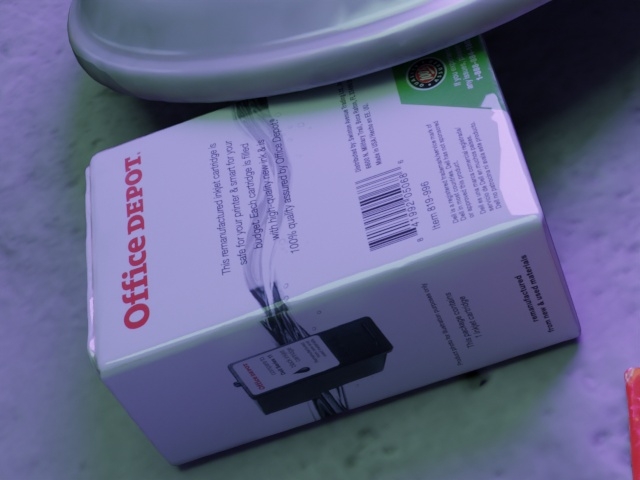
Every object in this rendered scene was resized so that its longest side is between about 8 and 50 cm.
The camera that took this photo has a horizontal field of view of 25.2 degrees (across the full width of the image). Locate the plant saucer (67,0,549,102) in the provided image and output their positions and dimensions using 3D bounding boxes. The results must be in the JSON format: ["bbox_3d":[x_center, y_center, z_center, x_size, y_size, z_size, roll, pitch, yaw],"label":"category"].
[{"bbox_3d":[0.025,-0.225,0.810,0.401,0.100,0.400,-17,31,11],"label":"plant saucer"}]

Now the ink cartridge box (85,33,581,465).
[{"bbox_3d":[0.000,0.000,0.684,0.208,0.087,0.153,-18,44,9],"label":"ink cartridge box"}]

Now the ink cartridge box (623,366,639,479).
[{"bbox_3d":[0.185,0.102,0.531,0.145,0.045,0.179,-9,49,18],"label":"ink cartridge box"}]
